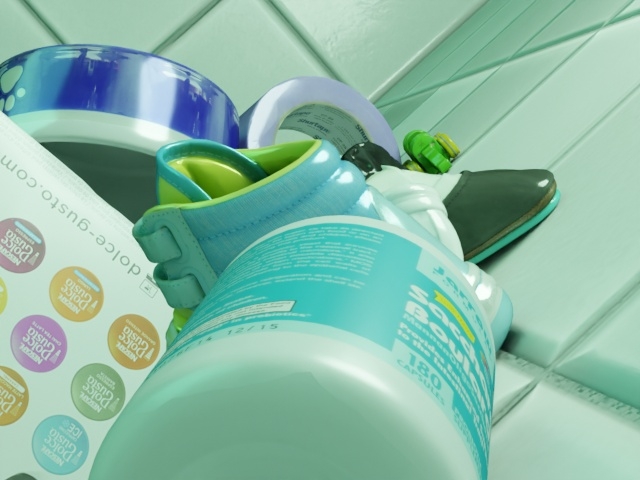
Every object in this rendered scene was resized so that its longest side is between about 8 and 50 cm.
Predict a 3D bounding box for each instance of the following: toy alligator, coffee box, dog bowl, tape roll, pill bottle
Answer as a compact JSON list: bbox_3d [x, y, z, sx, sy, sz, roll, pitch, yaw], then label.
[{"bbox_3d":[0.111,-0.100,1.547,0.056,0.051,0.190,-41,6,1],"label":"toy alligator"},{"bbox_3d":[-0.348,0.130,1.292,0.338,0.337,0.334,-32,21,55],"label":"coffee box"},{"bbox_3d":[-0.213,-0.086,1.398,0.265,0.264,0.104,-33,47,55],"label":"dog bowl"},{"bbox_3d":[-0.011,-0.076,1.506,0.189,0.189,0.080,-46,8,-32],"label":"tape roll"},{"bbox_3d":[0.002,0.075,0.607,0.146,0.146,0.264,-40,7,17],"label":"pill bottle"}]

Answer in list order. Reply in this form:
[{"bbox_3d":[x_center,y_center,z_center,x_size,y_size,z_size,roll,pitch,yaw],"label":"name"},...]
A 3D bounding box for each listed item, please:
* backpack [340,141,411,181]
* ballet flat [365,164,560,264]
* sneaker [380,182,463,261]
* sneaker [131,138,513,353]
[{"bbox_3d":[0.000,0.000,1.270,0.182,0.115,0.152,-42,8,21],"label":"backpack"},{"bbox_3d":[0.041,0.011,1.022,0.280,0.096,0.095,-38,9,28],"label":"ballet flat"},{"bbox_3d":[0.019,0.059,0.941,0.080,0.094,0.212,1,-37,-42],"label":"sneaker"},{"bbox_3d":[-0.067,0.060,0.827,0.319,0.208,0.127,-39,11,20],"label":"sneaker"}]
